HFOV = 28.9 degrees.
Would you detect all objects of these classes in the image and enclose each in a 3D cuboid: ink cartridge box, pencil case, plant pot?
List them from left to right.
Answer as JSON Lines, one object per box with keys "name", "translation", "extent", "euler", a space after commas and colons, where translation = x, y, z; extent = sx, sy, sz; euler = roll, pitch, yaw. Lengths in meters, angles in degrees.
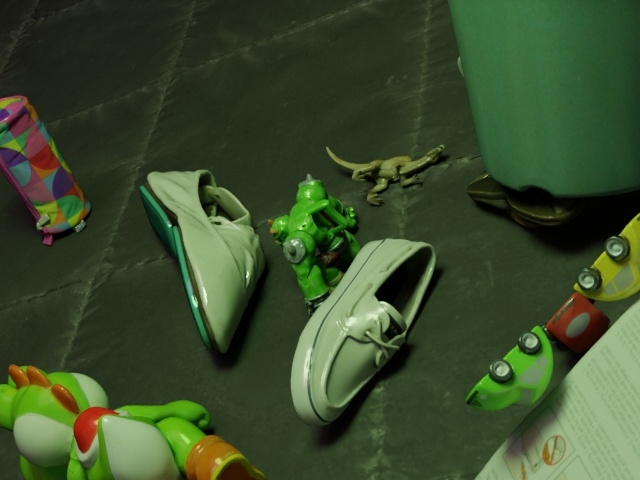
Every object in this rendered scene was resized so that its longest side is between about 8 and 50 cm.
{"name": "pencil case", "translation": [-0.453, -0.113, 1.968], "extent": [0.104, 0.236, 0.104], "euler": [-19, 30, 11]}
{"name": "plant pot", "translation": [0.288, -0.246, 1.368], "extent": [0.341, 0.334, 0.341], "euler": [-9, 24, 4]}
{"name": "ink cartridge box", "translation": [0.311, 0.207, 1.065], "extent": [0.385, 0.091, 0.308], "euler": [-53, 30, 20]}

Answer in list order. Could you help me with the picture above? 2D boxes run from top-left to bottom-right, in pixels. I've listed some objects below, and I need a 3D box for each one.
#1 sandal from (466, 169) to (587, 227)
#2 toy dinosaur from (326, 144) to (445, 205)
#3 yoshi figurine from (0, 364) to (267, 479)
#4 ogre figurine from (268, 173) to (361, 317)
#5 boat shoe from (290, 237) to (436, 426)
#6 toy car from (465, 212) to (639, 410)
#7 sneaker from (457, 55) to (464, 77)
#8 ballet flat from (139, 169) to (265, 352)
{"name": "sandal", "translation": [0.247, -0.046, 1.467], "extent": [0.090, 0.060, 0.219], "euler": [-38, 20, -16]}
{"name": "toy dinosaur", "translation": [0.080, -0.092, 1.673], "extent": [0.183, 0.053, 0.092], "euler": [-1, 31, 28]}
{"name": "yoshi figurine", "translation": [-0.235, 0.263, 1.432], "extent": [0.362, 0.203, 0.203], "euler": [23, 103, 35]}
{"name": "ogre figurine", "translation": [0.000, 0.000, 1.553], "extent": [0.097, 0.118, 0.197], "euler": [0, 46, 39]}
{"name": "boat shoe", "translation": [0.057, 0.100, 1.416], "extent": [0.088, 0.096, 0.267], "euler": [-7, 34, 40]}
{"name": "toy car", "translation": [0.228, 0.094, 1.188], "extent": [0.053, 0.239, 0.225], "euler": [43, 65, 14]}
{"name": "sneaker", "translation": [0.297, -0.239, 1.642], "extent": [0.217, 0.079, 0.121], "euler": [20, 57, 40]}
{"name": "ballet flat", "translation": [-0.146, 0.002, 1.680], "extent": [0.139, 0.139, 0.400], "euler": [-34, 34, 0]}
